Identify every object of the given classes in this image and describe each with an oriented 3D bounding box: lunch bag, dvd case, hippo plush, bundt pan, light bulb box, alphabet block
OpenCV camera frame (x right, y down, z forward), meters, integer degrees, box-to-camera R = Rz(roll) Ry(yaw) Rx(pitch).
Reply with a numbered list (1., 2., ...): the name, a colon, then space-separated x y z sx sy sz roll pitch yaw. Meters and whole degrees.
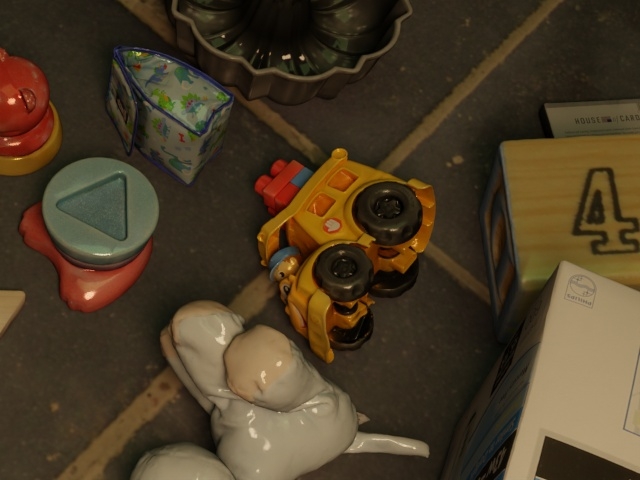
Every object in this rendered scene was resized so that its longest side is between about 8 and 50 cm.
1. lunch bag: -0.192 -0.156 1.509 0.151 0.129 0.096 35 60 5
2. dvd case: 0.403 -0.080 1.668 0.179 0.029 0.238 -4 64 -15
3. hippo plush: -0.096 0.222 1.324 0.294 0.234 0.236 42 74 -38
4. bundt pan: -0.053 -0.312 1.627 0.331 0.124 0.331 6 63 -11
5. light bulb box: 0.233 0.286 1.190 0.225 0.358 0.361 22 50 2
6. alphabet block: 0.306 0.000 1.491 0.197 0.192 0.193 -3 66 -3

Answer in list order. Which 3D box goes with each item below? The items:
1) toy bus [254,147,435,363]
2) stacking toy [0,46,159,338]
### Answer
1. toy bus: 0.000 0.000 1.475 0.211 0.149 0.220 30 62 18
2. stacking toy: -0.351 -0.050 1.415 0.309 0.130 0.279 45 62 12
